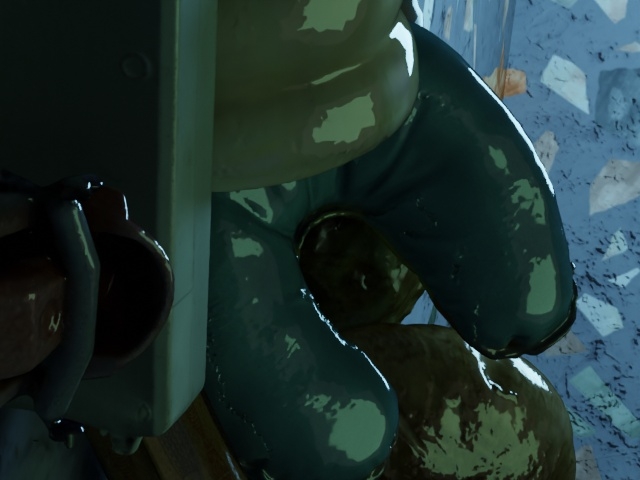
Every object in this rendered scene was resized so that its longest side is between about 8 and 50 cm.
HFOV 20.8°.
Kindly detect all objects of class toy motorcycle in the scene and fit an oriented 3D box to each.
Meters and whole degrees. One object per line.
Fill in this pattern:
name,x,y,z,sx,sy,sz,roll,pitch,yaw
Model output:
toy motorcycle,-0.115,0.023,0.495,0.212,0.118,0.084,-56,157,-65

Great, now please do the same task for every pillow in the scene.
pillow,0.000,0.000,0.803,0.233,0.214,0.086,-37,180,-25

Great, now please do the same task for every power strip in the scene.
power strip,-0.088,-0.088,0.584,0.043,0.106,0.367,-48,146,-60

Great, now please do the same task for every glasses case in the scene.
glasses case,-0.076,0.052,0.709,0.170,0.041,0.064,65,16,-4

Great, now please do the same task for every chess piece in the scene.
chess piece,-0.051,-0.182,0.631,0.167,0.167,0.300,-65,154,-56

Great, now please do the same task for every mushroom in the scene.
mushroom,0.005,0.151,0.927,0.278,0.278,0.146,85,-11,-50

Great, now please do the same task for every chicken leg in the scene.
chicken leg,0.003,-0.109,0.989,0.211,0.140,0.361,114,-21,-63
